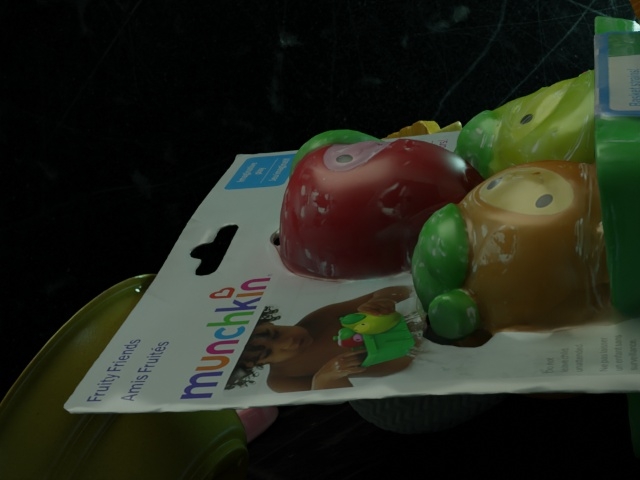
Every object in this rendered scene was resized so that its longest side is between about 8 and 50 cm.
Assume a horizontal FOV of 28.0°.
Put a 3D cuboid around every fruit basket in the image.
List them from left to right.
[{"bbox_3d":[0.083,-0.017,0.659,0.353,0.165,0.327,0,25,13],"label":"fruit basket"}]

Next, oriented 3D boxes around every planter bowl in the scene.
[{"bbox_3d":[-0.101,0.134,0.696,0.217,0.090,0.217,-54,-20,-29],"label":"planter bowl"}]

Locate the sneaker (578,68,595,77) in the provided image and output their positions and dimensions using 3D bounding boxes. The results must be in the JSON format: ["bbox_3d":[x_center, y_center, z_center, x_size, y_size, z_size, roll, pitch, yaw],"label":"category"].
[{"bbox_3d":[0.513,-0.185,2.022,0.483,0.185,0.202,-9,-28,-33],"label":"sneaker"}]

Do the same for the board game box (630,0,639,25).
[{"bbox_3d":[0.650,-0.394,1.710,0.357,0.356,0.356,-22,-1,-14],"label":"board game box"}]

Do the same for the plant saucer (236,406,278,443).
[{"bbox_3d":[-0.206,0.198,1.224,0.332,0.084,0.332,-23,2,1],"label":"plant saucer"}]

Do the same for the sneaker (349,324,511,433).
[{"bbox_3d":[0.180,0.005,0.900,0.366,0.137,0.210,-27,3,7],"label":"sneaker"}]

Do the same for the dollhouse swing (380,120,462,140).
[{"bbox_3d":[0.000,0.000,1.864,0.305,0.315,0.347,-1,-9,-27],"label":"dollhouse swing"}]
